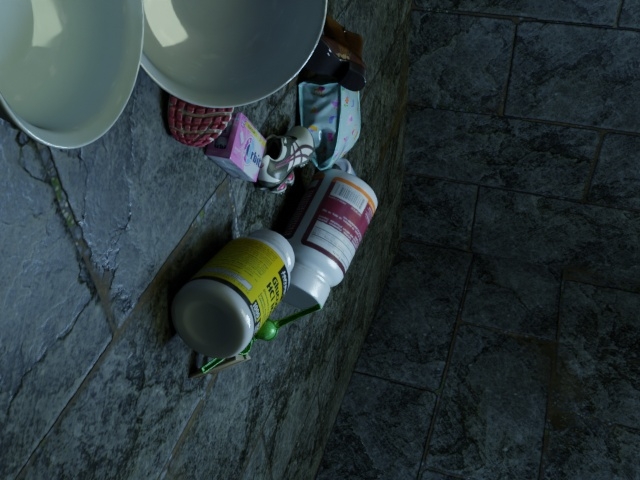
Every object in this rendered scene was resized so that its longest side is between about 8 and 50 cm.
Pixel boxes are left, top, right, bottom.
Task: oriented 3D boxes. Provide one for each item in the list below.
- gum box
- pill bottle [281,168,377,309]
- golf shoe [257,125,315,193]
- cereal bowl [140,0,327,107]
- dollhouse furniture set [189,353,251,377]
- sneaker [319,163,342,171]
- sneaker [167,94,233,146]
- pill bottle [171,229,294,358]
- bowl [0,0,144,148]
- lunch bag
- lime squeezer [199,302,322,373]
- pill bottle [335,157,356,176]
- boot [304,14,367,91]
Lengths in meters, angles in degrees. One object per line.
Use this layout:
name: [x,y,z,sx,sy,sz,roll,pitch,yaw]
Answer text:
gum box: [-0.190,-0.213,1.534,0.188,0.062,0.107,42,60,-73]
pill bottle: [0.000,0.000,2.028,0.392,0.224,0.224,-63,159,-23]
golf shoe: [-0.090,-0.243,1.808,0.273,0.105,0.120,-65,152,-43]
cereal bowl: [-0.168,-0.401,1.123,0.141,0.339,0.339,-124,-152,-51]
dollhouse furniture set: [-0.262,0.247,1.672,0.144,0.123,0.151,37,31,-73]
sneaker: [0.003,-0.114,2.226,0.162,0.106,0.281,-25,125,-68]
sneaker: [-0.215,-0.326,1.291,0.112,0.121,0.299,-130,-126,-70]
pill bottle: [-0.182,0.105,1.550,0.334,0.188,0.188,-53,150,-57]
bowl: [-0.347,-0.266,0.808,0.298,0.134,0.297,12,90,-74]
lunch bag: [0.029,-0.361,2.043,0.223,0.160,0.262,-50,142,-62]
lime squeezer: [-0.147,0.215,1.559,0.310,0.059,0.110,-26,168,-20]
pill bottle: [0.081,-0.236,2.444,0.160,0.087,0.087,43,59,-73]
boot: [0.025,-0.577,1.917,0.096,0.264,0.280,-49,-152,38]
